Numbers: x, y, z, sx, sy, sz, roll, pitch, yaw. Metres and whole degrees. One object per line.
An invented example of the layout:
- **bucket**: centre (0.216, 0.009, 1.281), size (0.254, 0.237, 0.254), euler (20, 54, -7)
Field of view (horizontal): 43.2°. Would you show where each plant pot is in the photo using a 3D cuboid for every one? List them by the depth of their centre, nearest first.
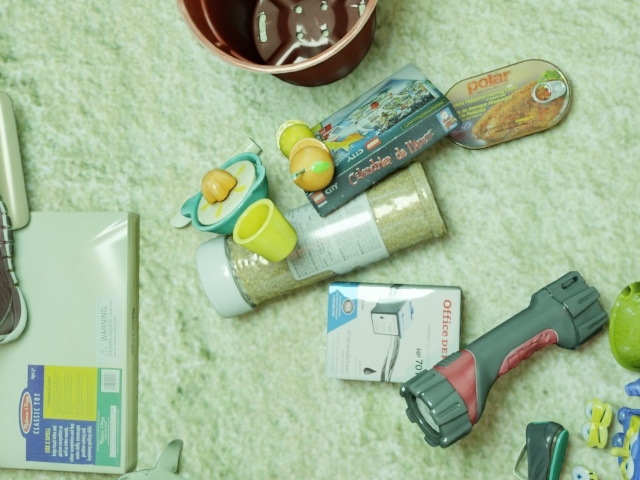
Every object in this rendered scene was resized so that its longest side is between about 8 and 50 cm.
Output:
- **plant pot**: centre (-0.034, -0.338, 1.119), size (0.272, 0.265, 0.273), euler (0, 89, 9)

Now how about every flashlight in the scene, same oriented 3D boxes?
- **flashlight**: centre (0.256, 0.163, 1.096), size (0.304, 0.103, 0.103), euler (-27, 53, -18)

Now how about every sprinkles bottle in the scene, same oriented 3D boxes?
- **sprinkles bottle**: centre (0.000, 0.000, 1.178), size (0.355, 0.121, 0.121), euler (-21, 86, 9)

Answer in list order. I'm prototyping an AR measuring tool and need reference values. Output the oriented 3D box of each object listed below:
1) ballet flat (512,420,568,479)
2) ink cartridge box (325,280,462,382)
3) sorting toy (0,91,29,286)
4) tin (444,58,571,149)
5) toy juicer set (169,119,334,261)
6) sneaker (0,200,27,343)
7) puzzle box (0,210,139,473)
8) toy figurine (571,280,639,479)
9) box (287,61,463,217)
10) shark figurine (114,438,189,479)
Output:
- **ballet flat**: centre (0.307, 0.353, 1.152), size (0.074, 0.074, 0.203), euler (6, 96, 10)
- **ink cartridge box**: centre (0.108, 0.133, 1.178), size (0.190, 0.082, 0.140), euler (1, 89, 11)
- **sorting toy**: centre (-0.567, -0.066, 1.268), size (0.228, 0.041, 0.308), euler (-6, 95, 10)
- **tin**: centre (0.268, -0.198, 1.181), size (0.189, 0.040, 0.106), euler (-15, 90, 9)
- **toy juicer set**: centre (-0.109, -0.095, 1.144), size (0.089, 0.329, 0.209), euler (41, 77, -32)
- **sneaker**: centre (-0.520, 0.025, 1.164), size (0.106, 0.162, 0.282), euler (-18, 93, 11)
- **puzzle box**: centre (-0.425, 0.157, 1.282), size (0.271, 0.052, 0.409), euler (1, 89, 9)
- **toy figurine**: centre (0.456, 0.249, 1.036), size (0.191, 0.217, 0.363), euler (10, 96, 8)
- **box**: centre (0.067, -0.147, 1.152), size (0.233, 0.159, 0.044), euler (-33, 125, 5)
- **shark figurine**: centre (-0.207, 0.427, 1.234), size (0.278, 0.166, 0.116), euler (38, 121, -9)
